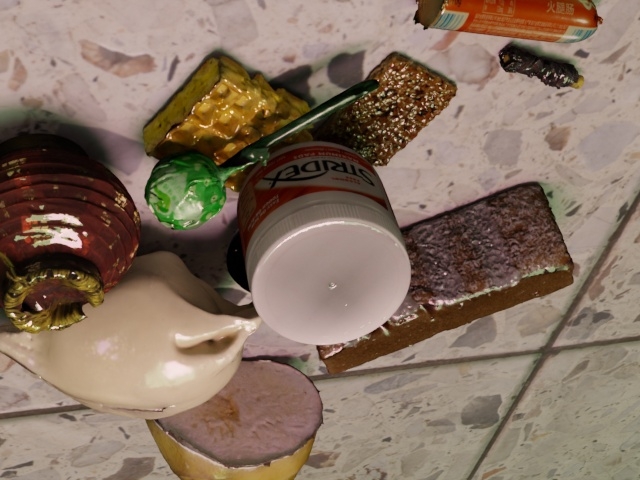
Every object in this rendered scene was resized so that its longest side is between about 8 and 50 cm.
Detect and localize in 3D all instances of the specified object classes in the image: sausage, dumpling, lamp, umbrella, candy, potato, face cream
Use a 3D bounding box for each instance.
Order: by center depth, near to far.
[{"bbox_3d":[-0.336,-0.005,1.288,0.247,0.247,0.247,-11,142,-9],"label":"lamp"},{"bbox_3d":[-0.069,-0.115,1.295,0.323,0.097,0.097,-29,142,3],"label":"candy"},{"bbox_3d":[0.244,-0.285,1.301,0.264,0.083,0.083,1,139,-26],"label":"sausage"},{"bbox_3d":[0.000,0.000,1.336,0.201,0.187,0.201,-5,127,-7],"label":"face cream"},{"bbox_3d":[0.303,-0.230,1.421,0.144,0.040,0.037,9,126,-33],"label":"umbrella"},{"bbox_3d":[-0.260,0.138,1.505,0.395,0.233,0.315,-9,174,0],"label":"dumpling"},{"bbox_3d":[-0.158,0.337,1.769,0.299,0.246,0.196,4,129,-23],"label":"potato"}]

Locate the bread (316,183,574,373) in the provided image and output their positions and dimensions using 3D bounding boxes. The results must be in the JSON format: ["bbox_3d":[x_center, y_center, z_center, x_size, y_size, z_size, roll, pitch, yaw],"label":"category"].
[{"bbox_3d":[0.177,0.058,1.627,0.416,0.165,0.113,-21,148,3],"label":"bread"}]

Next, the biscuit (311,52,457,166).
[{"bbox_3d":[0.069,-0.150,1.434,0.131,0.026,0.237,21,127,-38],"label":"biscuit"}]

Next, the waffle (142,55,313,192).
[{"bbox_3d":[-0.098,-0.138,1.354,0.211,0.055,0.160,21,129,-39],"label":"waffle"}]

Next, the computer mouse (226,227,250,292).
[{"bbox_3d":[-0.029,-0.009,1.513,0.233,0.096,0.137,-27,134,14],"label":"computer mouse"}]
